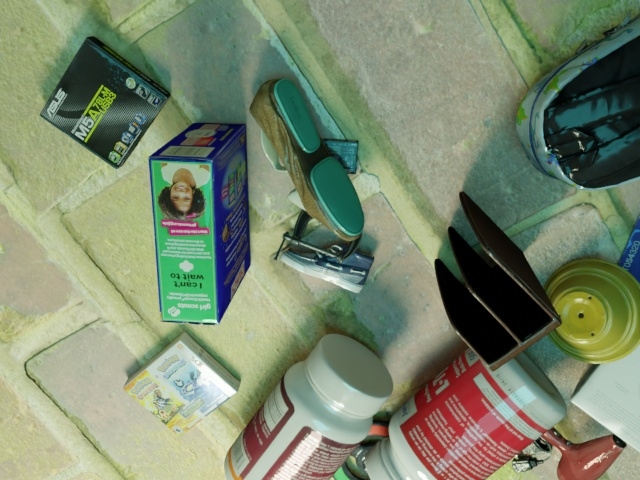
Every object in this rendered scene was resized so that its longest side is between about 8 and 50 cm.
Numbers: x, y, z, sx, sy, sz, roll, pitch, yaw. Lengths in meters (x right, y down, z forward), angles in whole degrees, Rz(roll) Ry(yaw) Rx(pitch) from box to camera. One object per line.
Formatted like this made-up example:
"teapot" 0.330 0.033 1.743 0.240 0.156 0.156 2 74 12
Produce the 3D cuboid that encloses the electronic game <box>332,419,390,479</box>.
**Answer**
"electronic game" 0.130 0.530 1.579 0.230 0.048 0.229 1 113 3

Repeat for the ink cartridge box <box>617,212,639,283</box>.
"ink cartridge box" 0.810 -0.015 1.304 0.330 0.071 0.323 11 113 -3

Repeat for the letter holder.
"letter holder" 0.292 0.058 1.236 0.152 0.302 0.214 -41 105 18

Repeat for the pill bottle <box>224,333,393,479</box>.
"pill bottle" -0.026 0.408 1.443 0.224 0.224 0.392 32 111 -10

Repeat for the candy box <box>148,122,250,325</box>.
"candy box" -0.218 -0.040 1.243 0.122 0.268 0.317 3 113 6

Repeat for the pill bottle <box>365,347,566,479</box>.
"pill bottle" 0.299 0.403 1.406 0.229 0.229 0.408 42 104 -13

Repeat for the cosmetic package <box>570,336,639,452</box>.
"cosmetic package" 0.690 0.306 1.361 0.224 0.138 0.224 38 111 19

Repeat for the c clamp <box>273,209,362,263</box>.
"c clamp" 0.000 0.000 1.346 0.161 0.022 0.137 16 75 3

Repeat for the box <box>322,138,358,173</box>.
"box" 0.033 -0.169 1.310 0.083 0.018 0.067 3 113 2

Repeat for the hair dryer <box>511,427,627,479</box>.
"hair dryer" 0.525 0.456 1.448 0.294 0.080 0.223 -9 117 38

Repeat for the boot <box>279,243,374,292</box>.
"boot" 0.015 0.037 1.379 0.190 0.069 0.086 21 99 -9

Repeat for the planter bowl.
"planter bowl" 0.534 0.146 1.312 0.217 0.090 0.217 1 92 36

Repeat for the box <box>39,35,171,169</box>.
"box" -0.422 -0.267 1.282 0.184 0.045 0.190 36 109 -14

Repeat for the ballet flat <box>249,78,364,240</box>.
"ballet flat" -0.037 -0.144 1.270 0.124 0.116 0.342 -21 104 45

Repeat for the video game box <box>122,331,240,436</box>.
"video game box" -0.324 0.339 1.527 0.205 0.048 0.187 -40 103 17

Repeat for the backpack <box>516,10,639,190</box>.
"backpack" 0.531 -0.234 1.149 0.356 0.273 0.290 -34 110 -7
